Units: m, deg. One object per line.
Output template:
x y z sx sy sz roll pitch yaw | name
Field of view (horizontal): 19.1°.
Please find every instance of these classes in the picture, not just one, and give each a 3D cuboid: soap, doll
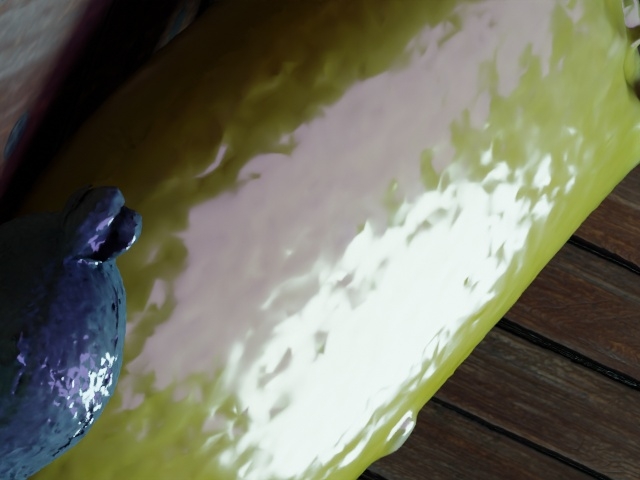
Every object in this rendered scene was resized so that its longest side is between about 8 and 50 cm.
-0.002 -0.002 0.913 0.427 0.115 0.306 -42 146 -25 | soap
-0.124 0.031 0.662 0.180 0.075 0.120 7 -111 64 | doll

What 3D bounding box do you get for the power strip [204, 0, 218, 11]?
0.012 -0.120 1.070 0.139 0.140 0.224 -62 177 -54 | power strip
